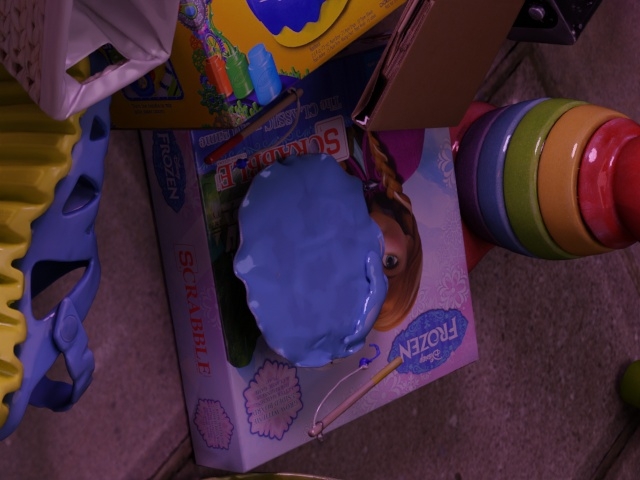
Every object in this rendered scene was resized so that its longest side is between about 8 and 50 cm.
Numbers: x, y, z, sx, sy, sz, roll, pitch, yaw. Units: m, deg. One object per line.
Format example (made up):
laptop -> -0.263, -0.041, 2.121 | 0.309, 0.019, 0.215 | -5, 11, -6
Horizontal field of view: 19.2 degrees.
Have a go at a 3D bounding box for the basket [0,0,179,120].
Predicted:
basket -> -0.167, -0.186, 1.299 | 0.113, 0.103, 0.167 | -34, 155, -33

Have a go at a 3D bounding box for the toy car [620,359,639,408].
toy car -> 0.419, 0.226, 2.061 | 0.149, 0.155, 0.188 | -21, 120, -43

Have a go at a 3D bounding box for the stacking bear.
stacking bear -> 0.248, -0.050, 1.747 | 0.175, 0.289, 0.164 | -26, 111, -42

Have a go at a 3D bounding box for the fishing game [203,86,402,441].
fishing game -> -0.012, 0.015, 1.570 | 0.189, 0.041, 0.264 | -42, 116, -44

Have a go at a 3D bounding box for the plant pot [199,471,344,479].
plant pot -> -0.035, 0.382, 1.535 | 0.275, 0.275, 0.293 | -16, 120, -44

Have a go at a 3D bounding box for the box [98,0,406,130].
box -> -0.082, -0.274, 1.472 | 0.290, 0.177, 0.279 | -41, 120, -37

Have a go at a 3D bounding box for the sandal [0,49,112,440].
sandal -> -0.215, 0.005, 1.407 | 0.138, 0.126, 0.317 | 18, 86, -55

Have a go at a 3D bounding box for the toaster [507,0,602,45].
toaster -> 0.214, -0.306, 1.822 | 0.186, 0.110, 0.168 | -56, 129, -27

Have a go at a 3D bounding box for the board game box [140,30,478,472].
board game box -> 0.000, 0.000, 1.655 | 0.318, 0.066, 0.318 | -22, 108, -43

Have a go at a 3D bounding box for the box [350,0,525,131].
box -> 0.109, -0.168, 1.604 | 0.164, 0.021, 0.201 | -63, 159, 16
